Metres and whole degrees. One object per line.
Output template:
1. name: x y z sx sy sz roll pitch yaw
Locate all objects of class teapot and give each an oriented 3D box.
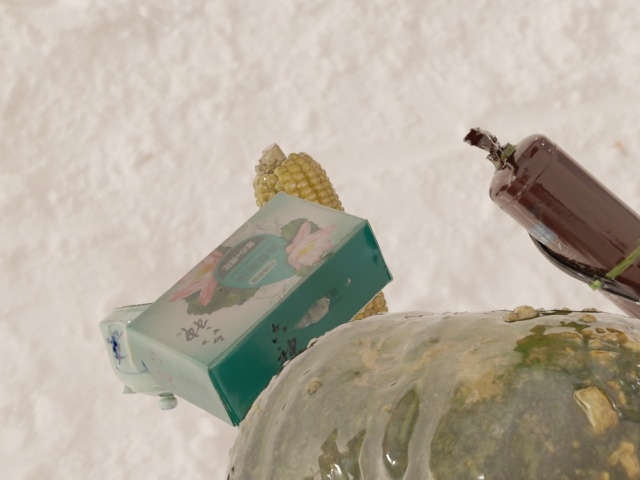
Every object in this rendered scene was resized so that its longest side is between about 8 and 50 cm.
1. teapot: -0.207 0.153 1.593 0.159 0.232 0.158 6 80 -35

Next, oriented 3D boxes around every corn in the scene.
1. corn: 0.000 0.000 1.930 0.130 0.130 0.347 -33 96 -34

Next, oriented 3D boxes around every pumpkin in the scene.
1. pumpkin: 0.114 0.162 0.686 0.291 0.328 0.257 33 54 -34

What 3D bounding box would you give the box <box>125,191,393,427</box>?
1. box: -0.062 0.066 1.267 0.245 0.153 0.092 -43 128 -26

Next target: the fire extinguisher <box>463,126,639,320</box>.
1. fire extinguisher: 0.289 -0.013 1.315 0.341 0.141 0.105 39 98 -3
